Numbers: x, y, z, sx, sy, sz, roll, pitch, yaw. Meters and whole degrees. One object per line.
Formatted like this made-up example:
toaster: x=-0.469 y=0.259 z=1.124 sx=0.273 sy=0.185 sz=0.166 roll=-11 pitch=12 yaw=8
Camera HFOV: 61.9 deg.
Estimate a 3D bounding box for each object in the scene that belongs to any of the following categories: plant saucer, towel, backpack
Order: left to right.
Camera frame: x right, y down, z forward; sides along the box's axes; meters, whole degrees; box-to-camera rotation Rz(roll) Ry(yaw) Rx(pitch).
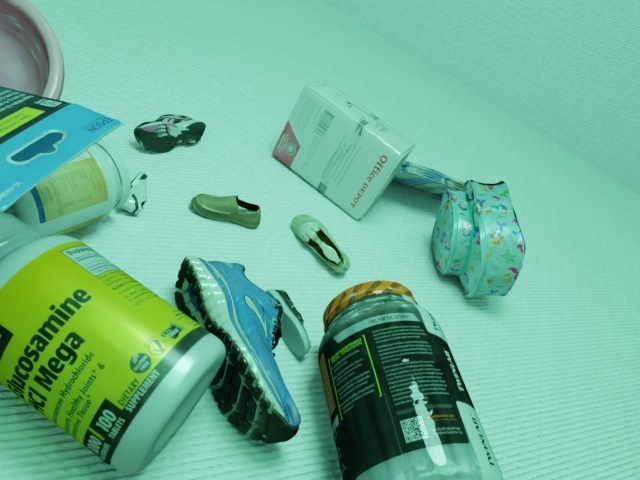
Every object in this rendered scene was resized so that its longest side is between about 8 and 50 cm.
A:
plant saucer: x=-0.580 y=-0.259 z=0.844 sx=0.331 sy=0.084 sz=0.332 roll=4 pitch=73 yaw=-13
towel: x=0.283 y=-0.157 z=1.447 sx=0.284 sy=0.034 sz=0.209 roll=16 pitch=-3 yaw=-22
backpack: x=0.369 y=0.003 z=1.250 sx=0.190 sy=0.225 sz=0.254 roll=-2 pitch=47 yaw=-6

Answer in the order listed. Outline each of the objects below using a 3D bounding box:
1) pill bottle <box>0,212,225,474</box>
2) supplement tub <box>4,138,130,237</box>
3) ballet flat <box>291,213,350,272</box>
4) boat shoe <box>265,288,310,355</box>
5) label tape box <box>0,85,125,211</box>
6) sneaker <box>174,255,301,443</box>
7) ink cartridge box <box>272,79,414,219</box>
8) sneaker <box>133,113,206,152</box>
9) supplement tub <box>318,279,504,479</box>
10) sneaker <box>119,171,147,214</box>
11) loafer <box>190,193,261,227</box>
pill bottle: x=-0.302 y=0.114 z=0.660 sx=0.333 sy=0.188 sz=0.188 roll=34 pitch=36 yaw=5
supplement tub: x=-0.421 y=-0.082 z=0.846 sx=0.144 sy=0.144 sz=0.199 roll=39 pitch=36 yaw=12
ballet flat: x=0.000 y=0.000 z=1.117 sx=0.168 sy=0.057 sz=0.052 roll=43 pitch=2 yaw=16
boat shoe: x=-0.051 y=0.138 z=0.931 sx=0.040 sy=0.049 sz=0.142 roll=-5 pitch=47 yaw=-40
label tape box: x=-0.451 y=-0.097 z=0.630 sx=0.347 sy=0.115 sz=0.249 roll=15 pitch=35 yaw=2
sneaker: x=-0.103 y=0.146 z=0.816 sx=0.147 sy=0.130 sz=0.330 roll=-5 pitch=48 yaw=-36
ink cartridge box: x=0.052 y=-0.220 z=1.297 sx=0.283 sy=0.207 sz=0.117 roll=39 pitch=34 yaw=9
sneaker: x=-0.343 y=-0.243 z=1.176 sx=0.077 sy=0.072 sz=0.178 roll=32 pitch=26 yaw=22
supplement tub: x=0.112 y=0.237 z=0.793 sx=0.207 sy=0.207 sz=0.338 roll=12 pitch=41 yaw=-25
sneaker: x=-0.346 y=-0.087 z=1.006 sx=0.043 sy=0.040 sz=0.109 roll=35 pitch=36 yaw=-23
loafer: x=-0.187 y=-0.070 z=1.080 sx=0.147 sy=0.050 sz=0.056 roll=13 pitch=39 yaw=-23
